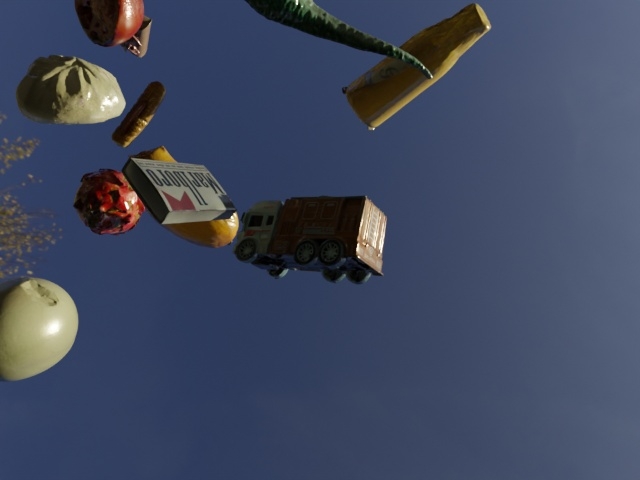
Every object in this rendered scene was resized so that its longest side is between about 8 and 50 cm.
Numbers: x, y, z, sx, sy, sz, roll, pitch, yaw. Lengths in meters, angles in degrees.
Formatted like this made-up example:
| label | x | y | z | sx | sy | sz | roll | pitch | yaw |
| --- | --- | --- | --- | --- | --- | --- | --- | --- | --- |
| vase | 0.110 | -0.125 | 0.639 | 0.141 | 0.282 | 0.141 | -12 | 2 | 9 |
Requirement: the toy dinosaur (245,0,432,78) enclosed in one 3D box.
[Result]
| label | x | y | z | sx | sy | sz | roll | pitch | yaw |
| --- | --- | --- | --- | --- | --- | --- | --- | --- | --- |
| toy dinosaur | 0.000 | -0.333 | 0.680 | 0.383 | 0.076 | 0.129 | 13 | -81 | -10 |

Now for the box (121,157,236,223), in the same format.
| label | x | y | z | sx | sy | sz | roll | pitch | yaw |
| --- | --- | --- | --- | --- | --- | --- | --- | --- | --- |
| box | -0.225 | -0.082 | 0.853 | 0.036 | 0.177 | 0.115 | -44 | -103 | 21 |

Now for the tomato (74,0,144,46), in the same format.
| label | x | y | z | sx | sy | sz | roll | pitch | yaw |
| --- | --- | --- | --- | --- | --- | --- | --- | --- | --- |
| tomato | -0.377 | -0.433 | 0.951 | 0.166 | 0.082 | 0.174 | -19 | -98 | 41 |

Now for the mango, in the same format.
| label | x | y | z | sx | sy | sz | roll | pitch | yaw |
| --- | --- | --- | --- | --- | --- | --- | --- | --- | --- |
| mango | -0.382 | -0.112 | 1.433 | 0.359 | 0.144 | 0.187 | 37 | -76 | -12 |

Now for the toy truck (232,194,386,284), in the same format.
| label | x | y | z | sx | sy | sz | roll | pitch | yaw |
| --- | --- | --- | --- | --- | --- | --- | --- | --- | --- |
| toy truck | -0.023 | -0.010 | 1.058 | 0.306 | 0.136 | 0.162 | 1 | -109 | 32 |

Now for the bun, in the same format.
| label | x | y | z | sx | sy | sz | roll | pitch | yaw |
| --- | --- | --- | --- | --- | --- | --- | --- | --- | --- |
| bun | -0.566 | -0.346 | 1.167 | 0.231 | 0.231 | 0.133 | 8 | -59 | 5 |

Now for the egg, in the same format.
| label | x | y | z | sx | sy | sz | roll | pitch | yaw |
| --- | --- | --- | --- | --- | --- | --- | --- | --- | --- |
| egg | -0.658 | 0.192 | 1.141 | 0.219 | 0.269 | 0.219 | 3 | -67 | 7 |

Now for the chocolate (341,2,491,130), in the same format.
| label | x | y | z | sx | sy | sz | roll | pitch | yaw |
| --- | --- | --- | --- | --- | --- | --- | --- | --- | --- |
| chocolate | 0.269 | -0.509 | 1.488 | 0.445 | 0.162 | 0.162 | -32 | -105 | 34 |

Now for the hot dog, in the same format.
| label | x | y | z | sx | sy | sz | roll | pitch | yaw |
| --- | --- | --- | --- | --- | --- | --- | --- | --- | --- |
| hot dog | -0.506 | -0.351 | 1.445 | 0.066 | 0.047 | 0.215 | 40 | -85 | 6 |

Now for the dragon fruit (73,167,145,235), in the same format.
| label | x | y | z | sx | sy | sz | roll | pitch | yaw |
| --- | --- | --- | --- | --- | --- | --- | --- | --- | --- |
| dragon fruit | -0.465 | -0.074 | 1.079 | 0.153 | 0.111 | 0.152 | 2 | -76 | 9 |

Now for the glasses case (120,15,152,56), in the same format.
| label | x | y | z | sx | sy | sz | roll | pitch | yaw |
| --- | --- | --- | --- | --- | --- | --- | --- | --- | --- |
| glasses case | -0.579 | -0.623 | 1.570 | 0.103 | 0.193 | 0.070 | 23 | -106 | -19 |
